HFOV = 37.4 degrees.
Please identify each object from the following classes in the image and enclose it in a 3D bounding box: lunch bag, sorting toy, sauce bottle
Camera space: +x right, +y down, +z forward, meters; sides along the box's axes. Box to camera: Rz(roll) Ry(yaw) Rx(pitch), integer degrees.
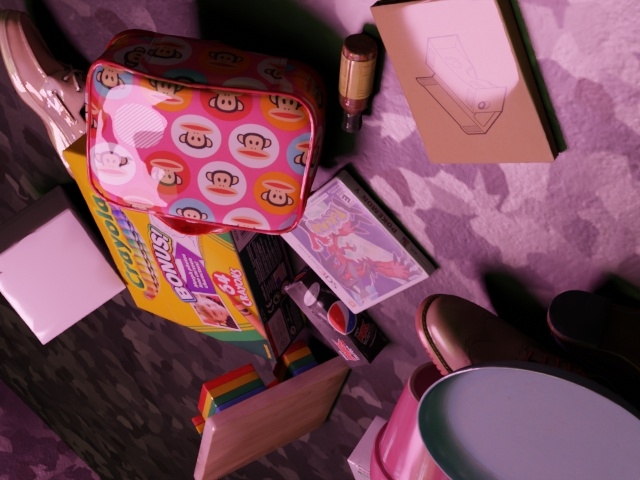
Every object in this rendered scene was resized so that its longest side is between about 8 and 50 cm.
[{"bbox_3d":[-0.146,-0.115,1.191,0.293,0.120,0.258,12,128,1],"label":"lunch bag"},{"bbox_3d":[-0.102,0.284,1.610,0.089,0.257,0.255,55,152,24],"label":"sorting toy"},{"bbox_3d":[0.040,-0.180,1.101,0.042,0.042,0.128,33,146,18],"label":"sauce bottle"}]

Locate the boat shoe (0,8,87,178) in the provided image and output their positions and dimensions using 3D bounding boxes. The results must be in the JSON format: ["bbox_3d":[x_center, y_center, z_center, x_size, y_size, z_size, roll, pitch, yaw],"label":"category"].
[{"bbox_3d":[-0.407,-0.236,1.503,0.098,0.109,0.302,-17,121,10],"label":"boat shoe"}]

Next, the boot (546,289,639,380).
[{"bbox_3d":[0.362,0.125,1.081,0.219,0.082,0.106,26,169,13],"label":"boot"}]

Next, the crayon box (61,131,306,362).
[{"bbox_3d":[-0.209,0.001,1.504,0.313,0.106,0.363,16,140,30],"label":"crayon box"}]

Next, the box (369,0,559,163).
[{"bbox_3d":[0.153,-0.170,1.006,0.164,0.021,0.201,5,130,45],"label":"box"}]

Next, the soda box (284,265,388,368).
[{"bbox_3d":[0.024,0.114,1.442,0.169,0.053,0.060,50,148,-9],"label":"soda box"}]

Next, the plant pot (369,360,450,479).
[{"bbox_3d":[0.176,0.279,1.345,0.201,0.201,0.180,25,127,28],"label":"plant pot"}]

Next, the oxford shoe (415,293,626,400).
[{"bbox_3d":[0.277,0.168,1.167,0.348,0.123,0.130,36,146,-5],"label":"oxford shoe"}]

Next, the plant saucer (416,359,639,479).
[{"bbox_3d":[0.270,0.246,1.127,0.317,0.044,0.318,18,138,17],"label":"plant saucer"}]

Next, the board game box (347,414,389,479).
[{"bbox_3d":[0.180,0.439,1.554,0.224,0.097,0.303,25,153,27],"label":"board game box"}]

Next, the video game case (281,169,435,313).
[{"bbox_3d":[0.041,0.009,1.323,0.183,0.023,0.201,47,146,-6],"label":"video game case"}]

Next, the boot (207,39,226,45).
[{"bbox_3d":[-0.185,-0.210,1.298,0.152,0.073,0.197,32,143,27],"label":"boot"}]

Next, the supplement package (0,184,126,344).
[{"bbox_3d":[-0.487,0.035,1.717,0.175,0.177,0.293,58,171,-19],"label":"supplement package"}]
